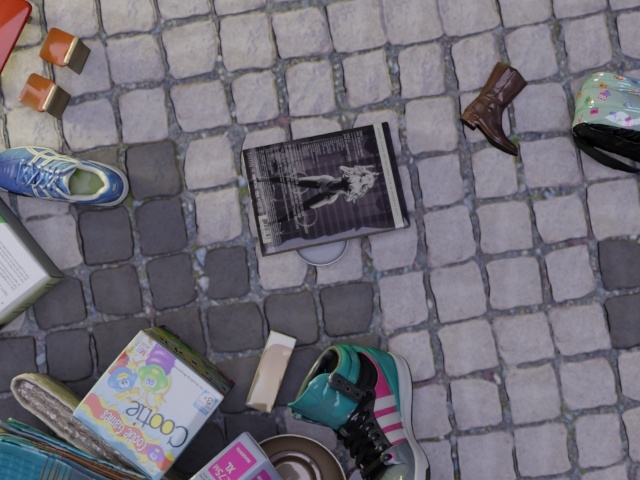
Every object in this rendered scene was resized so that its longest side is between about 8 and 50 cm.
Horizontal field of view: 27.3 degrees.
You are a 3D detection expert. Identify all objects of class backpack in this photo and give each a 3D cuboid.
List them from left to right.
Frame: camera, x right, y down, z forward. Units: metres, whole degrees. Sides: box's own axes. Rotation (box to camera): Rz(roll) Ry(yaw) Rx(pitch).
[{"bbox_3d":[0.454,-0.170,1.900,0.182,0.152,0.115,15,72,3],"label":"backpack"}]

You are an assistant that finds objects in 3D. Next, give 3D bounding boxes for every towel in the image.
[{"bbox_3d":[-0.353,0.431,1.810,0.271,0.040,0.370,22,123,1],"label":"towel"},{"bbox_3d":[-0.304,0.280,1.842,0.282,0.187,0.049,37,83,1],"label":"towel"}]

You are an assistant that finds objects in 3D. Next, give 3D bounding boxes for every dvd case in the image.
[{"bbox_3d":[0.007,-0.076,1.926,0.221,0.018,0.164,-11,75,0],"label":"dvd case"}]

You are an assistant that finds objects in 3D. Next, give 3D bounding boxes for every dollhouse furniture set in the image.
[{"bbox_3d":[-0.501,-0.239,1.882,0.262,0.135,0.259,24,88,0],"label":"dollhouse furniture set"}]

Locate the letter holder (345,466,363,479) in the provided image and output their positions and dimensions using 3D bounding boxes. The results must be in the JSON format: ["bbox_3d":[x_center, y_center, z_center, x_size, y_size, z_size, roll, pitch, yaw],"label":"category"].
[{"bbox_3d":[0.080,0.494,1.858,0.214,0.152,0.302,21,88,2],"label":"letter holder"}]

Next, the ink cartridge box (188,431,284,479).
[{"bbox_3d":[-0.176,0.398,1.710,0.311,0.186,0.065,-39,60,-9],"label":"ink cartridge box"}]

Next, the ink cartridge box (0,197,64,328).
[{"bbox_3d":[-0.550,0.063,1.877,0.289,0.121,0.211,-39,89,-2],"label":"ink cartridge box"}]

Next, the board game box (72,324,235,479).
[{"bbox_3d":[-0.219,0.214,1.800,0.144,0.275,0.142,39,88,0],"label":"board game box"}]

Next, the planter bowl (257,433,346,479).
[{"bbox_3d":[-0.044,0.352,1.880,0.162,0.109,0.162,0,88,-1],"label":"planter bowl"}]

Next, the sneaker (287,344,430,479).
[{"bbox_3d":[0.045,0.254,1.793,0.178,0.295,0.124,21,129,-27],"label":"sneaker"}]

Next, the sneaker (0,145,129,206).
[{"bbox_3d":[-0.385,-0.096,1.906,0.211,0.081,0.080,6,90,1],"label":"sneaker"}]

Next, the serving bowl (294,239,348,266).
[{"bbox_3d":[0.000,0.000,1.930,0.083,0.027,0.083,0,75,2],"label":"serving bowl"}]

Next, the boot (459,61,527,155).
[{"bbox_3d":[0.277,-0.196,1.943,0.106,0.037,0.114,37,83,-1],"label":"boot"}]

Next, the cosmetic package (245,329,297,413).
[{"bbox_3d":[-0.071,0.189,1.911,0.041,0.060,0.115,19,89,0],"label":"cosmetic package"}]
